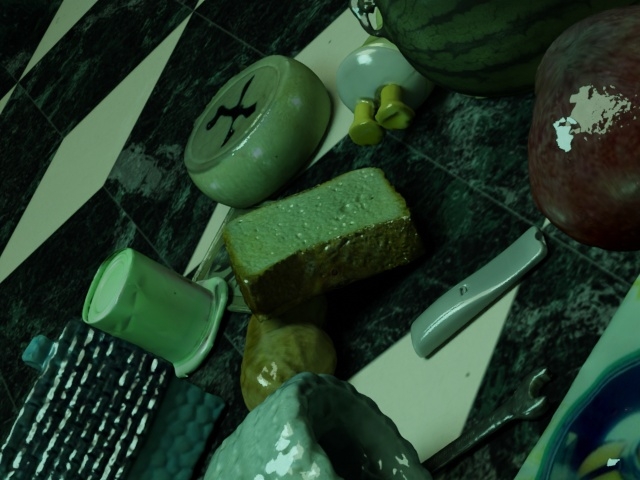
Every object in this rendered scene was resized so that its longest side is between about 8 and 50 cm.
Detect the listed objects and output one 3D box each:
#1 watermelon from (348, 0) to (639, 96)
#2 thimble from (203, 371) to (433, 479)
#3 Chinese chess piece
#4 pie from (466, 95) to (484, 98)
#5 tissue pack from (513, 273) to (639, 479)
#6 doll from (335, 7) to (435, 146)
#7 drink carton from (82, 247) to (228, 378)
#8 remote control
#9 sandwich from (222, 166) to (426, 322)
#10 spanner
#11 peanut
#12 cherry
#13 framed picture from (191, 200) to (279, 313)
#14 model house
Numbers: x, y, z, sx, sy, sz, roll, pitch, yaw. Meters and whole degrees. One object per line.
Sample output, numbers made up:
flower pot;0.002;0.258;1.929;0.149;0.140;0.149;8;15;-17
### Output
watermelon;0.206;-0.295;1.698;0.359;0.279;0.279;-26;32;7
thimble;0.000;0.259;1.492;0.172;0.205;0.250;-45;53;20
Chinese chess piece;-0.091;-0.153;2.227;0.238;0.092;0.238;-38;28;25
pie;0.224;-0.267;1.909;0.218;0.052;0.185;-57;29;1
tissue pack;0.297;0.180;1.160;0.388;0.162;0.287;-58;30;-6
doll;0.105;-0.242;2.023;0.141;0.117;0.296;-35;19;45
drink carton;-0.223;0.088;2.102;0.144;0.142;0.146;-15;50;52
remote control;0.161;0.052;1.670;0.184;0.027;0.050;-41;30;22
sandwich;0.000;0.000;1.846;0.214;0.065;0.186;-21;27;-2
spanner;0.130;0.204;1.555;0.254;0.015;0.054;-40;31;26
peanut;-0.034;0.125;1.827;0.108;0.095;0.226;-10;34;10
cherry;0.306;-0.102;1.446;0.239;0.206;0.239;-8;42;7
framed picture;-0.096;0.019;2.137;0.231;0.010;0.173;0;59;58
model house;-0.302;0.254;1.950;0.226;0.241;0.261;-6;54;53
